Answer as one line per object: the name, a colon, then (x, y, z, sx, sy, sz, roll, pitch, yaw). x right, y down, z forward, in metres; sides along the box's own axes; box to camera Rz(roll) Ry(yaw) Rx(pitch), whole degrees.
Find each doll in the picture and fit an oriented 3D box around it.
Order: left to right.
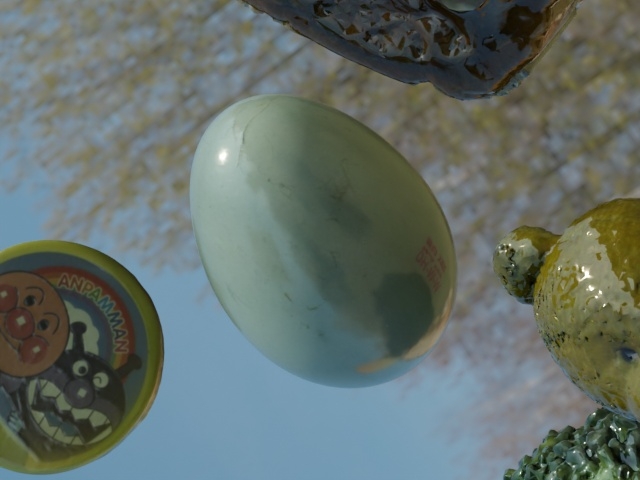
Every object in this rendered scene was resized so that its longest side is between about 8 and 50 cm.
doll: (0.163, 0.024, 0.678, 0.137, 0.209, 0.097, 48, -130, -20)

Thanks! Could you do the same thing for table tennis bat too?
table tennis bat: (-0.317, 0.159, 1.914, 0.224, 0.369, 0.054, 47, -179, 3)

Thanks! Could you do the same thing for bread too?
bread: (0.055, -0.187, 1.101, 0.210, 0.192, 0.110, 25, -137, 7)

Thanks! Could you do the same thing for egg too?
egg: (0.000, 0.000, 1.488, 0.264, 0.183, 0.183, 54, -163, -33)

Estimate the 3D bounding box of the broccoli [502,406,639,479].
broccoli: (0.281, 0.239, 1.427, 0.293, 0.348, 0.281, -25, -90, -57)
